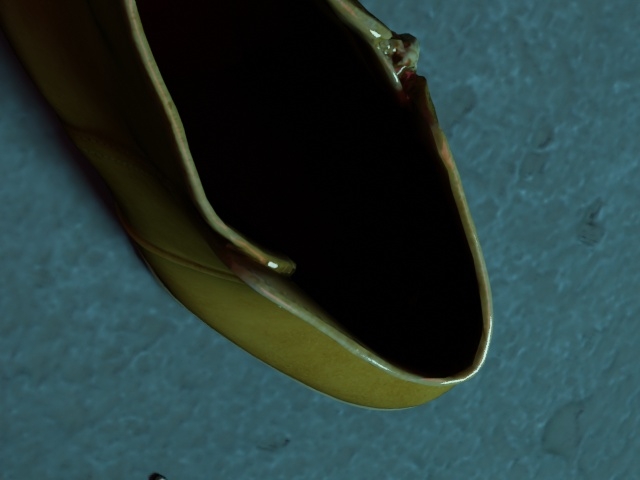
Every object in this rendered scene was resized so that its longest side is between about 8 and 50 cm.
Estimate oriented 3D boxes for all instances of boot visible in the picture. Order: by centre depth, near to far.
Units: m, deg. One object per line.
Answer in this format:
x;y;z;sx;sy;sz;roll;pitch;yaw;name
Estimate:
0.000;-0.001;0.530;0.104;0.211;0.295;-41;124;-2;boot

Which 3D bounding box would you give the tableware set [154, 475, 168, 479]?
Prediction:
-0.105;0.165;0.670;0.154;0.024;0.104;-26;122;-13;tableware set
